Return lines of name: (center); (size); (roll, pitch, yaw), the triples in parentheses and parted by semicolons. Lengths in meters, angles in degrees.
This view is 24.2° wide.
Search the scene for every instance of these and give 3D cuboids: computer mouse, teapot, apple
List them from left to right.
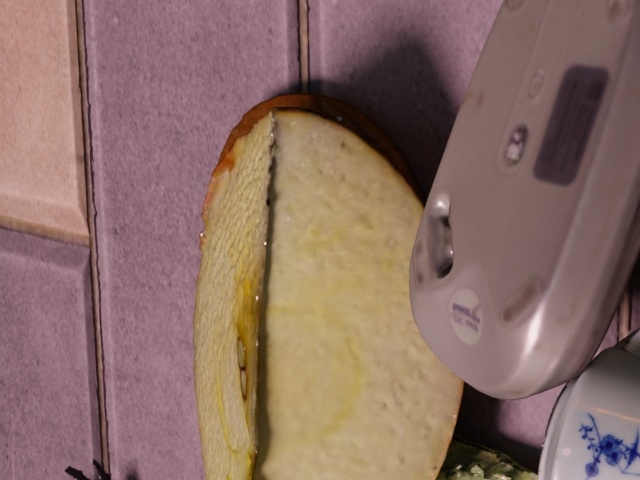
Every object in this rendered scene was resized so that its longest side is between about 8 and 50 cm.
apple: (-0.013, 0.073, 1.156); (0.254, 0.179, 0.346); (2, 93, 23)
computer mouse: (0.164, -0.051, 1.021); (0.197, 0.095, 0.331); (26, 98, 54)
teapot: (0.235, 0.153, 0.993); (0.159, 0.159, 0.232); (7, 84, 46)

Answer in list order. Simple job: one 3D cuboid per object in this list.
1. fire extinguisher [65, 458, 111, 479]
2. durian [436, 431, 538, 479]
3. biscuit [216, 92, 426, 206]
fire extinguisher: (-0.267, 0.337, 1.609); (0.118, 0.093, 0.294); (39, 130, 2)
durian: (0.058, 0.239, 1.180); (0.394, 0.163, 0.198); (35, 121, 53)
biscuit: (0.001, 0.000, 1.275); (0.262, 0.037, 0.262); (13, 108, 42)
